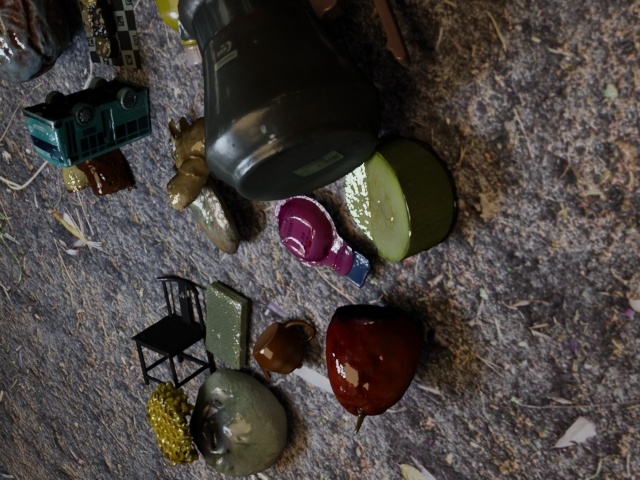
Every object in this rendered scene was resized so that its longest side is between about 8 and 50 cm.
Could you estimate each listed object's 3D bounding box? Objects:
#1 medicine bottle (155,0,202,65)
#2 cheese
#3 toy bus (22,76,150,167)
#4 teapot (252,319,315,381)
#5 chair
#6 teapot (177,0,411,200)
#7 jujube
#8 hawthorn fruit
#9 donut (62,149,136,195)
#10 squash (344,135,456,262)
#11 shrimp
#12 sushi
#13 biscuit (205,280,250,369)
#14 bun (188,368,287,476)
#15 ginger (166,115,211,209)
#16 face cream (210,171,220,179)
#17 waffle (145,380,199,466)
[{"bbox_3d":[-0.249,-0.446,1.564,0.121,0.121,0.213,0,111,43],"label":"medicine bottle"},{"bbox_3d":[0.000,0.000,1.611,0.244,0.062,0.155,36,132,22],"label":"cheese"},{"bbox_3d":[-0.508,-0.260,1.805,0.128,0.256,0.147,23,128,33],"label":"toy bus"},{"bbox_3d":[-0.078,0.241,1.787,0.173,0.116,0.116,-45,77,18],"label":"teapot"},{"bbox_3d":[-0.364,0.238,2.020,0.154,0.141,0.260,14,123,37],"label":"chair"},{"bbox_3d":[-0.048,-0.292,1.346,0.375,0.305,0.362,-25,76,17],"label":"teapot"},{"bbox_3d":[-0.700,-0.511,1.859,0.215,0.246,0.308,-12,92,2],"label":"jujube"},{"bbox_3d":[0.095,0.236,1.533,0.189,0.189,0.252,-16,61,46],"label":"hawthorn fruit"},{"bbox_3d":[-0.569,-0.176,2.027,0.217,0.085,0.141,2,113,44],"label":"donut"},{"bbox_3d":[0.118,-0.065,1.430,0.220,0.133,0.220,27,131,37],"label":"squash"},{"bbox_3d":[-0.249,-0.115,1.750,0.168,0.077,0.317,-3,112,66],"label":"shrimp"},{"bbox_3d":[-0.490,-0.487,1.816,0.192,0.050,0.215,15,121,37],"label":"sushi"},{"bbox_3d":[-0.222,0.202,1.937,0.121,0.040,0.200,28,129,32],"label":"biscuit"},{"bbox_3d":[-0.205,0.447,1.961,0.272,0.168,0.273,13,113,33],"label":"bun"},{"bbox_3d":[-0.215,-0.214,1.637,0.334,0.081,0.148,-49,41,20],"label":"ginger"},{"bbox_3d":[-0.119,-0.147,1.630,0.269,0.082,0.082,5,114,41],"label":"face cream"},{"bbox_3d":[-0.344,0.434,1.935,0.197,0.070,0.193,50,140,34],"label":"waffle"}]
